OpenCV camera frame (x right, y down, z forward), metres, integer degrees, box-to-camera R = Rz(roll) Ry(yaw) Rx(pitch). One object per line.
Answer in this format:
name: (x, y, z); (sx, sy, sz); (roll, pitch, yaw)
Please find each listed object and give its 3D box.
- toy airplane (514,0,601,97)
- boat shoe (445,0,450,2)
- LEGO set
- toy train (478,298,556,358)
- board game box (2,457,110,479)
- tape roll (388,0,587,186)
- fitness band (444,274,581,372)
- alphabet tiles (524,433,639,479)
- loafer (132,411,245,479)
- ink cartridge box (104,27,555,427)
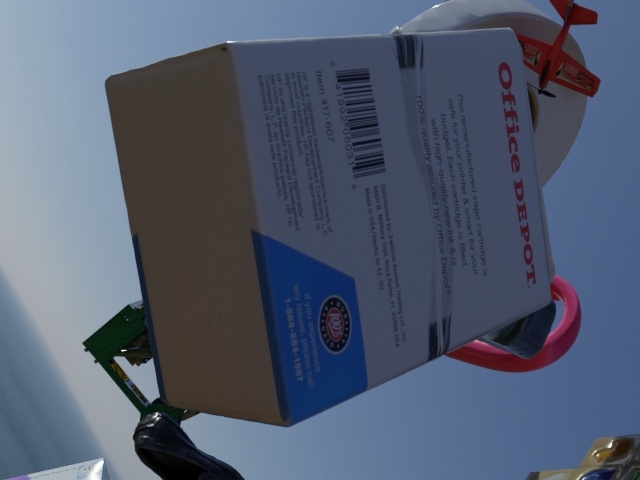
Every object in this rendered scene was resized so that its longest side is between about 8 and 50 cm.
toy airplane: (0.304, -0.252, 1.195); (0.151, 0.028, 0.151); (28, -46, 32)
boat shoe: (0.299, -0.551, 1.785); (0.099, 0.116, 0.319); (13, -66, 43)
LEGO set: (-0.218, 0.157, 1.527); (0.255, 0.331, 0.192); (41, -1, -1)
toy train: (0.185, 0.060, 1.268); (0.190, 0.142, 0.334); (19, -10, 40)
board game box: (-0.257, 0.383, 0.925); (0.142, 0.144, 0.275); (-118, -162, -70)
tape roll: (0.211, -0.169, 1.359); (0.392, 0.392, 0.072); (78, -16, -44)
fitness band: (0.302, 0.125, 1.583); (0.291, 0.209, 0.054); (11, -43, 40)
alphabet tiles: (0.298, 0.247, 0.825); (0.343, 0.285, 0.011); (-18, -79, 42)
loafer: (-0.179, 0.336, 1.310); (0.223, 0.076, 0.078); (46, 24, -19)
ink cartridge box: (0.017, -0.018, 0.438); (0.086, 0.203, 0.148); (-3, -82, 43)
